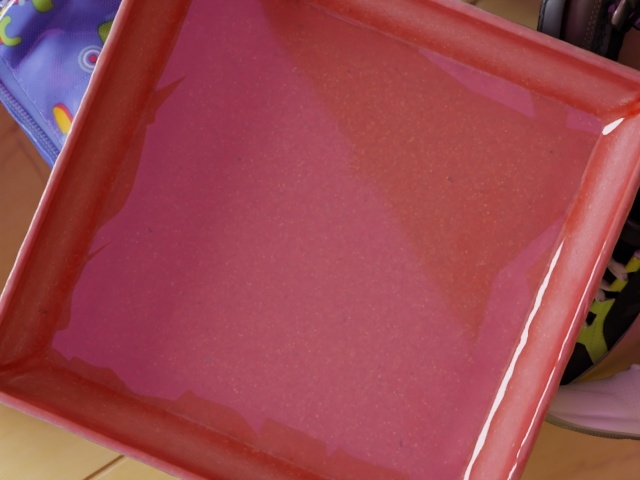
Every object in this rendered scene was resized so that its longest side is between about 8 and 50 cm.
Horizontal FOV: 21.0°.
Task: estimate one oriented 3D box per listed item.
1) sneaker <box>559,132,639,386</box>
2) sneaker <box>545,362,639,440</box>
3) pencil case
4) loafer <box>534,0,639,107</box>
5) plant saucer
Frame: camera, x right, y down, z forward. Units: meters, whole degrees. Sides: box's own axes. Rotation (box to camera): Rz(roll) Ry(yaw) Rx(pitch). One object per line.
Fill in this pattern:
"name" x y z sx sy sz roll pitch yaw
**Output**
"sneaker" 0.144 -0.013 0.864 0.084 0.097 0.234 38 108 10
"sneaker" 0.187 0.073 0.888 0.152 0.054 0.061 -3 83 3
"pencil case" -0.070 -0.022 0.919 0.306 0.133 0.119 58 142 3
"loafer" 0.165 -0.184 0.836 0.084 0.096 0.267 12 100 10
"plant saucer" 0.000 0.000 0.829 0.259 0.048 0.258 22 90 4
